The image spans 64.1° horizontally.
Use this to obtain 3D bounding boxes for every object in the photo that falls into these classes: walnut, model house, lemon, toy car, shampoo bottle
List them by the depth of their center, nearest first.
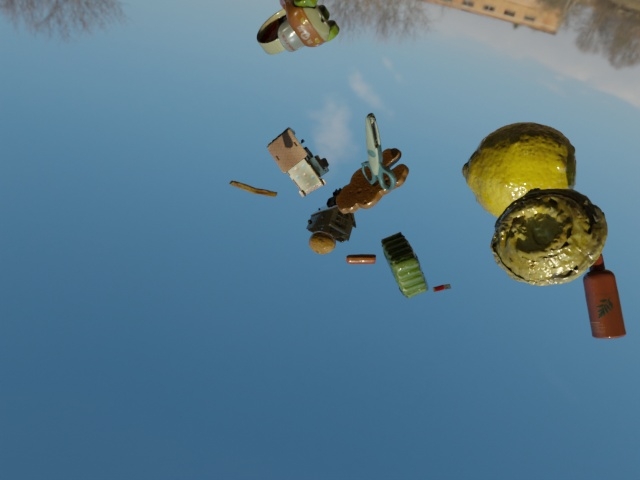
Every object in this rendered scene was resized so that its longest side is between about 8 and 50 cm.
[{"bbox_3d":[0.740,0.134,1.350,0.085,0.244,0.085,-9,173,-1],"label":"shampoo bottle"},{"bbox_3d":[-0.082,-0.616,1.463,0.145,0.235,0.235,43,-172,-42],"label":"toy car"},{"bbox_3d":[0.691,-0.237,1.778,0.387,0.350,0.350,10,-150,8],"label":"lemon"},{"bbox_3d":[0.000,0.000,1.966,0.121,0.052,0.091,15,-110,32],"label":"walnut"},{"bbox_3d":[-0.104,-0.368,2.181,0.244,0.169,0.326,46,-167,-32],"label":"model house"},{"bbox_3d":[0.088,-0.135,2.552,0.204,0.211,0.243,28,-112,-30],"label":"model house"}]

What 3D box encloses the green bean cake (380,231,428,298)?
[{"bbox_3d":[0.321,0.093,1.963,0.113,0.200,0.214,-25,-147,6],"label":"green bean cake"}]

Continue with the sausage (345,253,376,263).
[{"bbox_3d":[0.172,0.080,2.179,0.131,0.039,0.041,-2,-143,4],"label":"sausage"}]

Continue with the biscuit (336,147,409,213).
[{"bbox_3d":[0.182,-0.203,1.835,0.044,0.295,0.186,36,-149,-41],"label":"biscuit"}]

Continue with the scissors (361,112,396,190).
[{"bbox_3d":[0.173,-0.278,1.618,0.138,0.289,0.041,28,-119,34],"label":"scissors"}]

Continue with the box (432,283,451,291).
[{"bbox_3d":[0.523,0.204,2.197,0.082,0.051,0.023,3,-110,-56],"label":"box"}]

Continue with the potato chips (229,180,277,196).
[{"bbox_3d":[-0.246,-0.186,1.848,0.204,0.026,0.037,13,173,-42],"label":"potato chips"}]

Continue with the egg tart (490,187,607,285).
[{"bbox_3d":[0.554,-0.020,1.270,0.095,0.279,0.279,36,-169,-44],"label":"egg tart"}]
